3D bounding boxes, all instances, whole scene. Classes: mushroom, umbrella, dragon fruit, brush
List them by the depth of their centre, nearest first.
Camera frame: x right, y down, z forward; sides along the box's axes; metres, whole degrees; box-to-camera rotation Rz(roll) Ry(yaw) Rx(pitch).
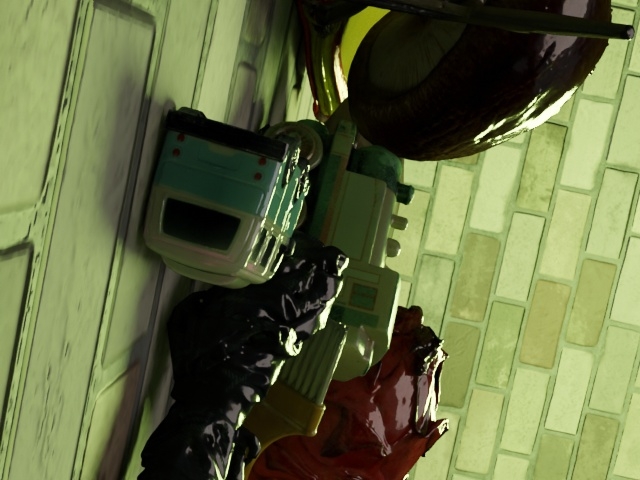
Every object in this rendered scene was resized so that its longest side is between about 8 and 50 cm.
[{"bbox_3d":[-0.057,0.083,0.591,0.224,0.080,0.071,-65,-176,-25],"label":"umbrella"},{"bbox_3d":[-0.063,0.155,0.707,0.013,0.103,0.272,1,113,-53],"label":"brush"},{"bbox_3d":[0.123,-0.143,0.827,0.231,0.138,0.194,-26,-131,49],"label":"mushroom"},{"bbox_3d":[0.004,0.129,0.841,0.209,0.172,0.172,-38,175,0],"label":"dragon fruit"}]

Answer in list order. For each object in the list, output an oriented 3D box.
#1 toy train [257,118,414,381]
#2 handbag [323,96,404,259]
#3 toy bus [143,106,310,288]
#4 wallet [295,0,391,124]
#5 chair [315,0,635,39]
[{"bbox_3d":[0.000,0.000,0.771,0.081,0.125,0.194,104,1,-58],"label":"toy train"},{"bbox_3d":[0.005,0.000,0.990,0.270,0.117,0.183,105,10,-54],"label":"handbag"},{"bbox_3d":[-0.044,-0.015,0.533,0.123,0.060,0.075,51,56,-83],"label":"toy bus"},{"bbox_3d":[0.018,-0.199,0.938,0.241,0.067,0.141,78,29,-71],"label":"wallet"},{"bbox_3d":[0.057,-0.223,0.674,0.272,0.166,0.188,25,-75,59],"label":"chair"}]
